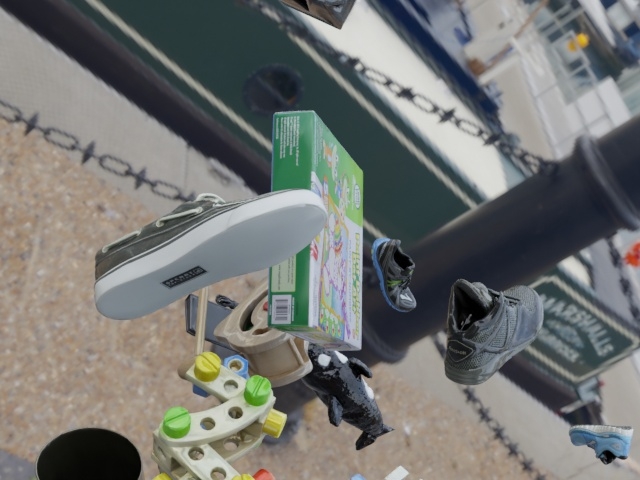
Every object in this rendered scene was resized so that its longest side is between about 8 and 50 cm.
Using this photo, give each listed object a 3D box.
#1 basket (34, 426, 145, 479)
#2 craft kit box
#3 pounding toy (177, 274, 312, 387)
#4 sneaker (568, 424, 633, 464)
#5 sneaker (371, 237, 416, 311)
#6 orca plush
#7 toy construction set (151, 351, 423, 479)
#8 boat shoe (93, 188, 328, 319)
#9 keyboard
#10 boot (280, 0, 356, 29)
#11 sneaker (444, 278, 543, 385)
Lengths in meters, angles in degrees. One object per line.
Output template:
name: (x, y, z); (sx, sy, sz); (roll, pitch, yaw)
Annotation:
basket: (-0.367, 0.458, 1.541); (0.154, 0.204, 0.226); (-38, 135, -38)
craft kit box: (0.000, 0.000, 1.110); (0.246, 0.061, 0.249); (42, 47, -72)
pounding toy: (-0.083, 0.110, 1.333); (0.269, 0.154, 0.154); (-47, 121, -42)
sneaker: (0.524, 0.385, 1.712); (0.063, 0.162, 0.073); (7, 77, -17)
sneaker: (0.169, 0.077, 1.944); (0.188, 0.078, 0.067); (68, 30, -26)
orca plush: (0.027, 0.304, 1.662); (0.102, 0.151, 0.287); (-64, 144, -41)
toy construction set: (-0.054, 0.260, 0.966); (0.328, 0.151, 0.215); (27, 45, 32)
boat shoe: (-0.101, -0.005, 0.777); (0.078, 0.219, 0.070); (52, 20, -54)
keyboard: (-0.147, 0.141, 1.502); (0.180, 0.023, 0.108); (26, 40, -33)
boot: (0.049, -0.507, 1.068); (0.146, 0.445, 0.367); (40, 6, 28)
sneaker: (0.252, 0.097, 1.288); (0.227, 0.087, 0.130); (-30, 126, -41)
